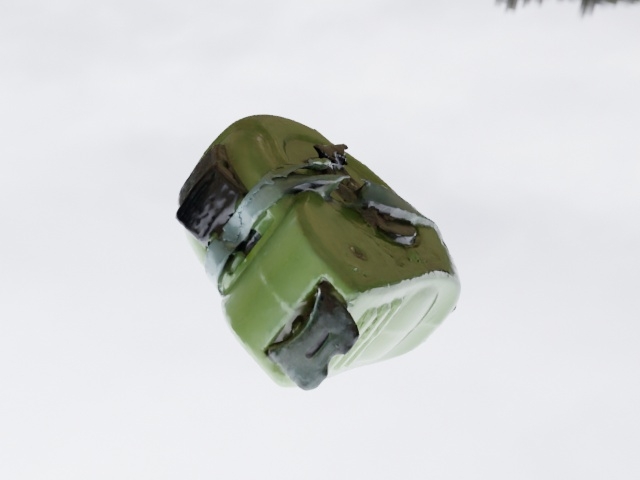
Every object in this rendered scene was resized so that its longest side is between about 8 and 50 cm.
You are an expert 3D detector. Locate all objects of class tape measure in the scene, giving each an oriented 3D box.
[{"bbox_3d":[0.000,0.000,0.654,0.154,0.087,0.177,44,-162,20],"label":"tape measure"}]
